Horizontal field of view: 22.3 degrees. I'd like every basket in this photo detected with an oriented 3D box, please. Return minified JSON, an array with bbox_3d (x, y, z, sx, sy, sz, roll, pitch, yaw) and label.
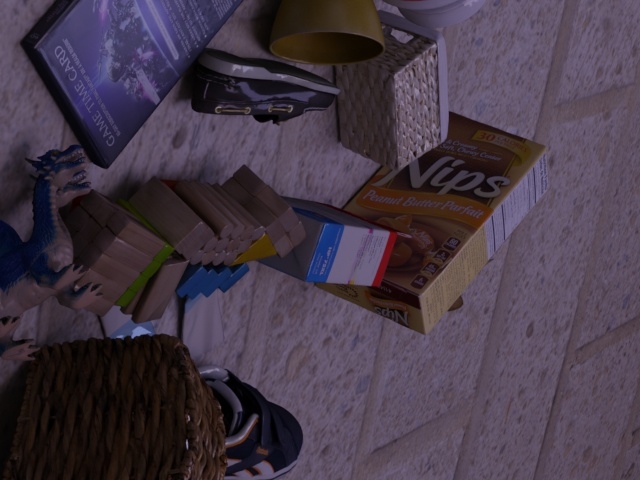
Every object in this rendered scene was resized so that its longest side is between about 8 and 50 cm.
[{"bbox_3d":[0.087,-0.187,2.054,0.103,0.113,0.167,-38,140,-34],"label":"basket"},{"bbox_3d":[-0.195,0.275,1.698,0.223,0.213,0.299,71,18,-45],"label":"basket"}]

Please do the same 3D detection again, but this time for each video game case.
[{"bbox_3d":[-0.181,-0.234,1.674,0.274,0.026,0.196,-53,147,-21],"label":"video game case"}]

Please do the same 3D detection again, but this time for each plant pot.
[{"bbox_3d":[0.008,-0.266,1.875,0.134,0.134,0.095,20,68,-60],"label":"plant pot"}]

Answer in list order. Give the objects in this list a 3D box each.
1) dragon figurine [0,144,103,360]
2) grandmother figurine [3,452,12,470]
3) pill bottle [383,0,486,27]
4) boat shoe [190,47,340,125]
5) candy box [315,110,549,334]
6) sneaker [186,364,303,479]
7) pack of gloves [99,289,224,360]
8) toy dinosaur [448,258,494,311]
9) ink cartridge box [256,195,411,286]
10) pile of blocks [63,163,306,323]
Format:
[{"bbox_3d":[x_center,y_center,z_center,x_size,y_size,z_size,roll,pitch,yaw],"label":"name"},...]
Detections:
[{"bbox_3d":[-0.313,0.036,1.581,0.289,0.144,0.085,-43,149,-4],"label":"dragon figurine"},{"bbox_3d":[-0.346,0.324,1.717,0.342,0.104,0.208,69,36,-53],"label":"grandmother figurine"},{"bbox_3d":[0.107,-0.393,1.872,0.181,0.181,0.323,-56,148,-19],"label":"pill bottle"},{"bbox_3d":[-0.065,-0.169,1.856,0.227,0.081,0.069,4,109,-52],"label":"boat shoe"},{"bbox_3d":[0.151,-0.032,2.186,0.316,0.183,0.087,-48,146,-30],"label":"candy box"},{"bbox_3d":[-0.107,0.228,1.985,0.321,0.126,0.127,-4,132,-56],"label":"sneaker"},{"bbox_3d":[-0.171,0.087,1.887,0.195,0.046,0.232,-42,142,-38],"label":"pack of gloves"},{"bbox_3d":[0.174,0.076,2.388,0.183,0.092,0.053,-37,139,-41],"label":"toy dinosaur"},{"bbox_3d":[0.000,0.000,2.013,0.231,0.134,0.078,8,102,-59],"label":"ink cartridge box"},{"bbox_3d":[-0.172,-0.006,1.777,0.362,0.112,0.149,-7,134,-52],"label":"pile of blocks"}]
